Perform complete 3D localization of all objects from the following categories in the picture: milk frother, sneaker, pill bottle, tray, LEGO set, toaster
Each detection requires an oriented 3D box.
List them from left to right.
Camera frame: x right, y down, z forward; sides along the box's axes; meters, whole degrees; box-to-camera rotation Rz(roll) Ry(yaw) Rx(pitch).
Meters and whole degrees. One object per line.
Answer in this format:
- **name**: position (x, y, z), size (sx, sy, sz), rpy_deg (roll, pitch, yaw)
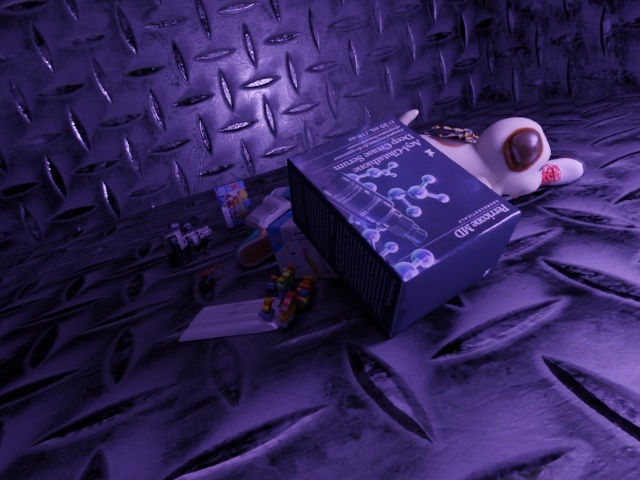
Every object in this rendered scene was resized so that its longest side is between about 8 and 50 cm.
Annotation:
- **milk frother**: position (-0.529, 0.014, 1.633), size (0.129, 0.134, 0.143), rpy_deg (6, 29, 44)
- **tray**: position (-0.218, 0.193, 1.076), size (0.271, 0.030, 0.145), rpy_deg (-10, 19, 14)
- **sneaker**: position (-0.164, -0.012, 1.477), size (0.302, 0.108, 0.121), rpy_deg (-23, 25, -18)
- **toaster**: position (-0.169, -0.079, 1.602), size (0.227, 0.129, 0.146), rpy_deg (-38, 31, -16)
- **pill bottle**: position (-0.119, -0.155, 1.777), size (0.264, 0.146, 0.146), rpy_deg (0, 24, 37)
- **LEGO set**: position (0.374, -0.308, 1.417), size (0.331, 0.255, 0.192), rpy_deg (-7, 64, 21)
- **sneaker**: position (0.709, -0.205, 1.391), size (0.145, 0.090, 0.270), rpy_deg (-29, 21, -32)

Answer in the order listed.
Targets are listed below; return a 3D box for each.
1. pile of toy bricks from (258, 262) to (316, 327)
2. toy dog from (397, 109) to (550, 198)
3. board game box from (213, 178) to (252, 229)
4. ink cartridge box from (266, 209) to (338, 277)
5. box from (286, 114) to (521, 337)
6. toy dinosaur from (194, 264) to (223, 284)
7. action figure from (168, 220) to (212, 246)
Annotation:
- **pile of toy bricks**: position (-0.081, 0.109, 1.042), size (0.118, 0.105, 0.212), rpy_deg (16, 25, 14)
- **toy dog**: position (0.416, -0.202, 1.182), size (0.408, 0.395, 0.284), rpy_deg (-13, 7, 26)
- **board game box**: position (-0.390, -0.162, 1.912), size (0.136, 0.201, 0.035), rpy_deg (-18, 19, -10)
- **ink cartridge box**: position (0.000, 0.000, 1.228), size (0.233, 0.171, 0.168), rpy_deg (-3, 23, 33)
- **box**: position (0.153, -0.050, 0.916), size (0.294, 0.212, 0.395), rpy_deg (-27, 55, -20)
- **toy dinosaur**: position (-0.352, 0.105, 1.365), size (0.047, 0.090, 0.082), rpy_deg (12, 62, 24)
- **action figure**: position (-0.570, -0.019, 1.826), size (0.185, 0.099, 0.285), rpy_deg (-17, 22, -26)
